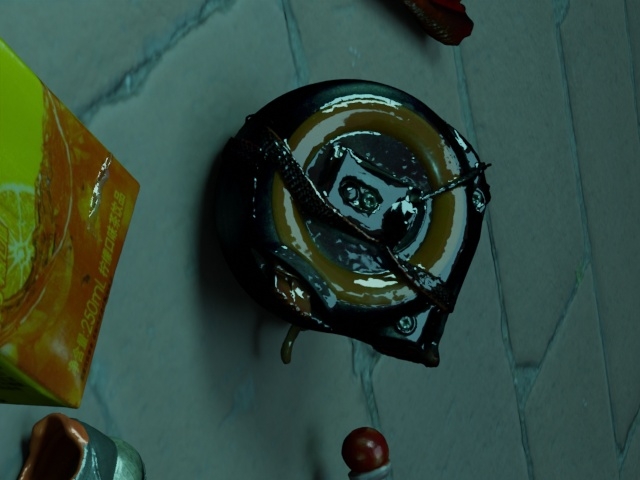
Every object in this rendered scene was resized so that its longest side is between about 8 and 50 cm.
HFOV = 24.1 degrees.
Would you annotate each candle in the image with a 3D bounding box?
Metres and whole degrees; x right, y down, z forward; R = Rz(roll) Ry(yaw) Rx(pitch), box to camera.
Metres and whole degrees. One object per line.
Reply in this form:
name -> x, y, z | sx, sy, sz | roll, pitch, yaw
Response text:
candle -> 0.087, -0.258, 1.485 | 0.302, 0.059, 0.084 | 10, 72, -65

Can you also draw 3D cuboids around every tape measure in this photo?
tape measure -> 0.027, -0.022, 1.178 | 0.223, 0.135, 0.202 | 25, 78, -22

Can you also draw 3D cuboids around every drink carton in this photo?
drink carton -> -0.228, -0.053, 0.727 | 0.351, 0.111, 0.154 | 51, 44, -53

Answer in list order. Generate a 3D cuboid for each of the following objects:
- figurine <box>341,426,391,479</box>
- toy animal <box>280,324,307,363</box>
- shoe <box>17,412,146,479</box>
figurine -> 0.057, 0.317, 1.306 | 0.176, 0.186, 0.287 | -91, 160, -82
toy animal -> 0.000, 0.000, 1.296 | 0.099, 0.057, 0.241 | 49, 46, -56
shoe -> -0.171, 0.193, 0.916 | 0.077, 0.074, 0.194 | 51, 41, -38
